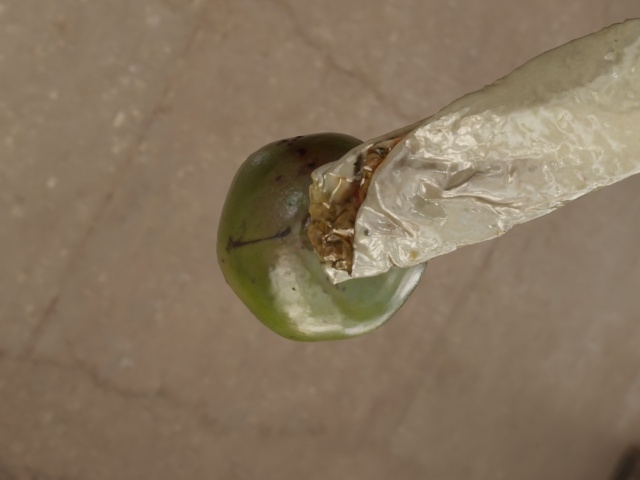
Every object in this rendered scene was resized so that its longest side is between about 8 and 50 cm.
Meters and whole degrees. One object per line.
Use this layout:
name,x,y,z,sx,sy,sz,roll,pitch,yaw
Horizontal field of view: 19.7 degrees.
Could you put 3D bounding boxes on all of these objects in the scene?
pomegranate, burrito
pomegranate,0.005,0.010,1.569,0.179,0.179,0.210,-52,153,-18
burrito,0.163,-0.078,1.231,0.392,0.076,0.117,-23,129,12
